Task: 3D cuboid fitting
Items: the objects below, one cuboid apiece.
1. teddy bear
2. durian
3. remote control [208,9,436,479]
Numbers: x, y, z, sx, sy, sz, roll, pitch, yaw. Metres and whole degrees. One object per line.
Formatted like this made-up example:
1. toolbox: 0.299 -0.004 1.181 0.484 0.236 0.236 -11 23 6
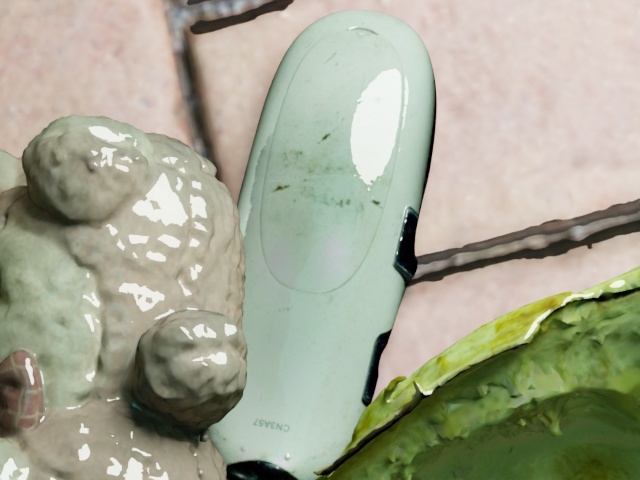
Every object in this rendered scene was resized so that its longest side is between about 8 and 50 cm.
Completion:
1. teddy bear: -0.118 0.076 0.857 0.236 0.151 0.267 -9 66 42
2. durian: 0.166 0.083 0.794 0.394 0.198 0.163 -19 74 5
3. remote control: 0.000 0.001 0.914 0.097 0.045 0.256 8 78 11
